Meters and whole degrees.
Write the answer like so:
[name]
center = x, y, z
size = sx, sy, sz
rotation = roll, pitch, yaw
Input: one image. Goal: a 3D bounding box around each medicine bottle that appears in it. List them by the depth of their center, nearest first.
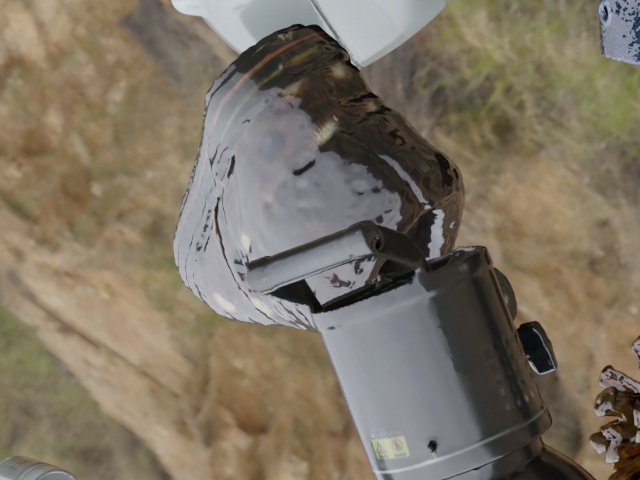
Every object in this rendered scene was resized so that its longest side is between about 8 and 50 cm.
[medicine bottle]
center = -0.262, 0.230, 1.360
size = 0.058, 0.058, 0.091
rotation = 43, 158, -27

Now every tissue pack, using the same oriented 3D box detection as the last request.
[tissue pack]
center = -0.035, -0.318, 1.432
size = 0.229, 0.236, 0.333
rotation = 47, -161, -51

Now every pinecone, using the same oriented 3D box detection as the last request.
[pinecone]
center = 0.303, 0.148, 1.185
size = 0.195, 0.179, 0.150
rotation = 7, -148, -33

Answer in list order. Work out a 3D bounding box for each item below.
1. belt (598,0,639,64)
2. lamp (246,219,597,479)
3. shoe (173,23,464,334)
[belt]
center = 0.366, -0.233, 1.417
size = 0.218, 0.122, 0.128
rotation = 14, 117, 36
[lamp]
center = 0.073, 0.092, 0.778
size = 0.147, 0.172, 0.227
rotation = -19, 91, 36
[shoe]
center = 0.000, 0.000, 1.303
size = 0.237, 0.171, 0.384
rotation = 49, 153, 16
